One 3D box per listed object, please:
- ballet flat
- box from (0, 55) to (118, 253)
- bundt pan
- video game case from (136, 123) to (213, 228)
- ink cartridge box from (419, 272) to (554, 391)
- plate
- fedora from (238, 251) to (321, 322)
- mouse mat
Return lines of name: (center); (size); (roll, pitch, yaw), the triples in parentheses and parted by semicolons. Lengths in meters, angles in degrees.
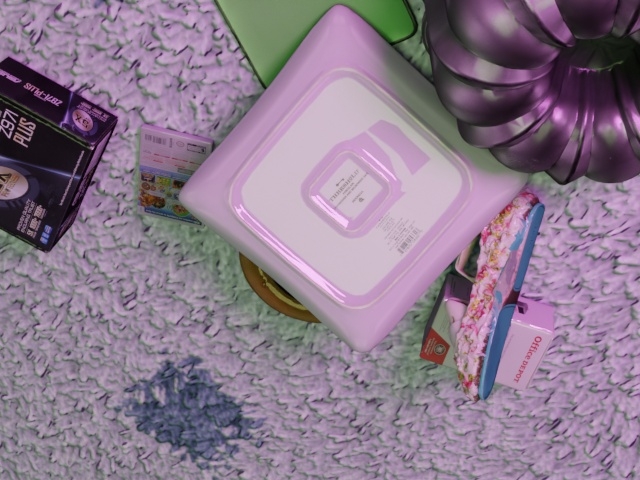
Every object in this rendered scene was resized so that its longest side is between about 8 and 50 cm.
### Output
ballet flat: (0.182, 0.055, 1.057); (0.077, 0.091, 0.241); (16, 90, 26)
box: (-0.344, -0.098, 1.124); (0.147, 0.077, 0.180); (30, 124, -6)
bundt pan: (0.248, -0.169, 0.845); (0.330, 0.124, 0.331); (5, 142, 4)
video game case: (-0.175, -0.075, 1.138); (0.087, 0.011, 0.122); (13, 124, 4)
ink cartridge box: (0.199, 0.110, 1.139); (0.135, 0.056, 0.099); (18, 124, 2)
plate: (0.032, -0.055, 1.003); (0.278, 0.045, 0.277); (40, 101, -5)
fedora: (0.000, 0.000, 1.099); (0.194, 0.079, 0.194); (4, 117, 8)
mouse mat: (-0.011, -0.247, 0.991); (0.189, 0.007, 0.153); (-18, 116, 24)
